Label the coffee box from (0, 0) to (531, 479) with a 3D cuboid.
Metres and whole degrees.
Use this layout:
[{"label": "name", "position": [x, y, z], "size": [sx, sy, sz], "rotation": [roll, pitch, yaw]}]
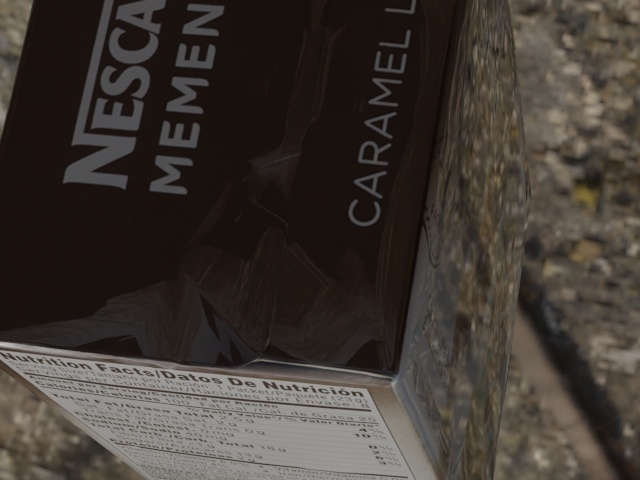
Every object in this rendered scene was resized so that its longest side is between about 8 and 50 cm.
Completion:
[{"label": "coffee box", "position": [0.000, 0.000, 0.458], "size": [0.098, 0.141, 0.246], "rotation": [5, 161, 11]}]
